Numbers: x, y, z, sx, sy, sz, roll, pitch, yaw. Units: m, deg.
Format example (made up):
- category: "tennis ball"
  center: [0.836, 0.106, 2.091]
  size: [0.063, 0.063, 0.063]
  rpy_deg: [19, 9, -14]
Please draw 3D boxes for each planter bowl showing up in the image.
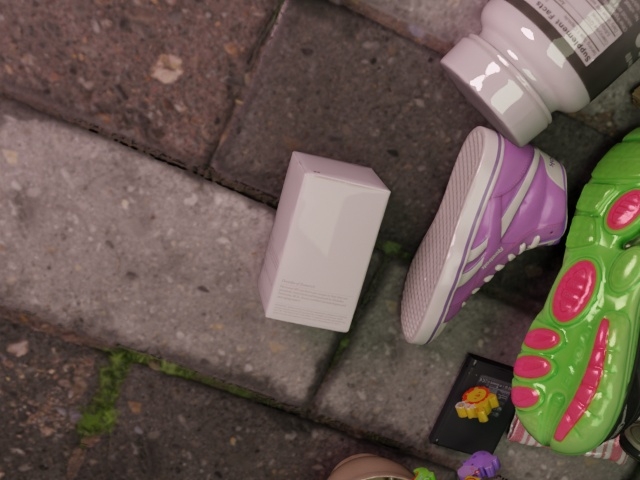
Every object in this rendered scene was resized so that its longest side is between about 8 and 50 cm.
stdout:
- category: "planter bowl"
  center: [0.064, 0.351, 1.214]
  size: [0.162, 0.109, 0.162]
  rpy_deg: [-3, 110, -9]

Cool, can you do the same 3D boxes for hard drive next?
- category: "hard drive"
  center: [0.216, 0.227, 1.242]
  size: [0.094, 0.022, 0.135]
  rpy_deg: [19, 105, -16]

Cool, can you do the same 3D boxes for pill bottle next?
- category: "pill bottle"
  center: [0.282, -0.246, 1.013]
  size: [0.283, 0.161, 0.161]
  rpy_deg: [-43, 111, 7]

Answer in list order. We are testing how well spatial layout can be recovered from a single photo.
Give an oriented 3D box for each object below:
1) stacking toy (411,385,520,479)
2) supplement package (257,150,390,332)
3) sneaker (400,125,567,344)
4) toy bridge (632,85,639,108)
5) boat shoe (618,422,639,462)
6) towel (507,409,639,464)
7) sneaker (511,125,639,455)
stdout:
- category: "stacking toy"
  center: [0.178, 0.317, 1.167]
  size: [0.221, 0.052, 0.167]
  rpy_deg: [-40, 119, -39]
- category: "supplement package"
  center: [0.000, 0.000, 1.081]
  size: [0.105, 0.105, 0.179]
  rpy_deg: [12, 108, -13]
- category: "sneaker"
  center: [0.212, 0.017, 1.128]
  size: [0.161, 0.102, 0.282]
  rpy_deg: [18, 105, -19]
- category: "toy bridge"
  center: [0.433, -0.124, 1.069]
  size: [0.063, 0.188, 0.026]
  rpy_deg: [-37, 139, -5]
- category: "boat shoe"
  center: [0.499, 0.324, 1.288]
  size: [0.233, 0.084, 0.079]
  rpy_deg: [26, 113, -28]
- category: "towel"
  center: [0.368, 0.235, 1.268]
  size: [0.197, 0.029, 0.144]
  rpy_deg: [15, 107, -14]
- category: "sneaker"
  center: [0.404, 0.045, 1.153]
  size: [0.202, 0.185, 0.483]
  rpy_deg: [23, 99, -52]
